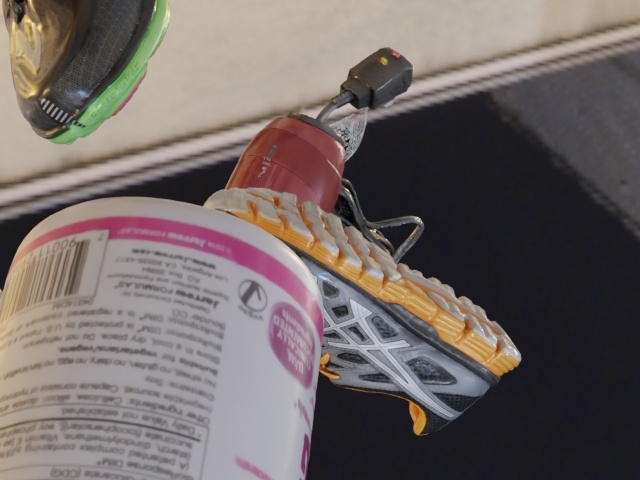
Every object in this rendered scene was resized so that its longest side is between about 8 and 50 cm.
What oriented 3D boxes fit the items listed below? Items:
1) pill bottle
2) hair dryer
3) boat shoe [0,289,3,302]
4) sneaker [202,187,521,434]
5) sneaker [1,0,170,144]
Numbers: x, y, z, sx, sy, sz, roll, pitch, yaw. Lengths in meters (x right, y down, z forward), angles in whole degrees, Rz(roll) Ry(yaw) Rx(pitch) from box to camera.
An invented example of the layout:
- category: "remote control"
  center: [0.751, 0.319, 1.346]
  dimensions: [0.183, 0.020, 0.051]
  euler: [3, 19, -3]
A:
- category: "pill bottle"
  center: [-0.090, 0.135, 0.659]
  dimensions: [0.160, 0.160, 0.283]
  euler: [6, -126, 1]
- category: "hair dryer"
  center: [0.000, 0.000, 1.128]
  dimensions: [0.080, 0.223, 0.293]
  euler: [18, -142, 37]
- category: "boat shoe"
  center: [-0.527, 0.079, 1.734]
  dimensions: [0.324, 0.123, 0.116]
  euler: [-4, -137, 2]
- category: "sneaker"
  center: [0.016, 0.043, 0.873]
  dimensions: [0.215, 0.083, 0.084]
  euler: [33, -166, -12]
- category: "sneaker"
  center: [-0.277, -0.290, 1.344]
  dimensions: [0.202, 0.185, 0.483]
  euler: [19, -136, -46]
